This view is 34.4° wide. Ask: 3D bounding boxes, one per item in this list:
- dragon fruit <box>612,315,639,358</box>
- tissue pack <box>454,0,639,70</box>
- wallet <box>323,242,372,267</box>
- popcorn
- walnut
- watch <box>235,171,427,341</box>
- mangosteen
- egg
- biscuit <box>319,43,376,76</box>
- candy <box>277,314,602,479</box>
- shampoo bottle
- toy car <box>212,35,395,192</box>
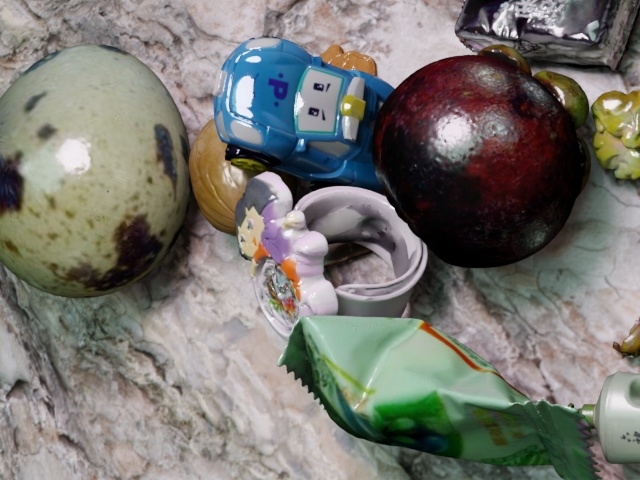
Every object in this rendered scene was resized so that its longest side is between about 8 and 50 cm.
[{"bbox_3d":[0.452,0.064,1.275,0.246,0.125,0.125,-56,24,28],"label":"dragon fruit"},{"bbox_3d":[0.349,-0.408,1.469,0.245,0.123,0.332,14,80,38],"label":"tissue pack"},{"bbox_3d":[0.000,0.000,1.601,0.176,0.026,0.095,-18,66,19],"label":"wallet"},{"bbox_3d":[0.427,-0.142,1.346,0.126,0.126,0.145,-44,41,-18],"label":"popcorn"},{"bbox_3d":[-0.121,-0.103,1.618,0.167,0.167,0.207,-28,56,21],"label":"walnut"},{"bbox_3d":[0.022,0.006,1.437,0.244,0.231,0.196,56,150,28],"label":"watch"},{"bbox_3d":[0.220,-0.113,1.358,0.300,0.300,0.300,-9,71,28],"label":"mangosteen"},{"bbox_3d":[-0.379,-0.118,1.667,0.345,0.345,0.427,-9,70,28],"label":"egg"},{"bbox_3d":[0.037,-0.261,1.661,0.130,0.019,0.102,34,95,32],"label":"biscuit"},{"bbox_3d":[0.161,0.208,1.306,0.398,0.263,0.172,19,77,33],"label":"candy"},{"bbox_3d":[0.414,0.218,1.260,0.234,0.087,0.118,-3,77,30],"label":"shampoo bottle"},{"bbox_3d":[-0.006,-0.180,1.496,0.166,0.314,0.198,-6,70,52],"label":"toy car"}]
